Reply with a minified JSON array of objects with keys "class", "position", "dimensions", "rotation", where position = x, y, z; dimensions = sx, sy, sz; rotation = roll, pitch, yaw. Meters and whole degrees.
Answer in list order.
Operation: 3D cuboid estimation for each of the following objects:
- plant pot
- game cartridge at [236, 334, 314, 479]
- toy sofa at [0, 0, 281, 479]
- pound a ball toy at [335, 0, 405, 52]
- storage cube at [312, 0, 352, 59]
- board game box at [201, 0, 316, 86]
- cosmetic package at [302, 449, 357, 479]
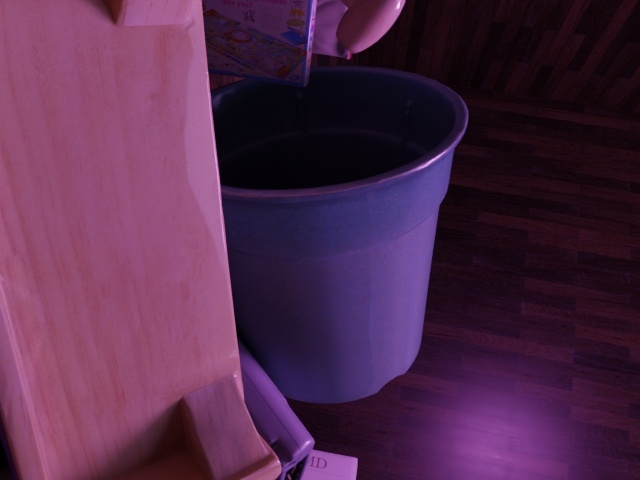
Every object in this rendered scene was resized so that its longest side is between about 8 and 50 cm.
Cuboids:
[{"class":"plant pot","position":[0.000,0.000,0.722],"dimensions":[0.341,0.341,0.334],"rotation":[-72,161,-54]},{"class":"game cartridge","position":[-0.096,0.238,0.764],"dimensions":[0.060,0.196,0.294],"rotation":[-34,157,-27]},{"class":"toy sofa","position":[-0.140,-0.008,0.347],"dimensions":[0.177,0.150,0.362],"rotation":[27,-54,49]},{"class":"pound a ball toy","position":[0.006,-0.382,0.590],"dimensions":[0.319,0.136,0.208],"rotation":[49,31,-21]},{"class":"storage cube","position":[-0.024,-0.409,0.854],"dimensions":[0.215,0.184,0.193],"rotation":[75,27,-78]},{"class":"board game box","position":[-0.086,-0.244,0.676],"dimensions":[0.026,0.154,0.103],"rotation":[-70,169,-60]},{"class":"cosmetic package","position":[-0.111,0.737,1.352],"dimensions":[0.393,0.330,0.327],"rotation":[-74,172,-52]}]
